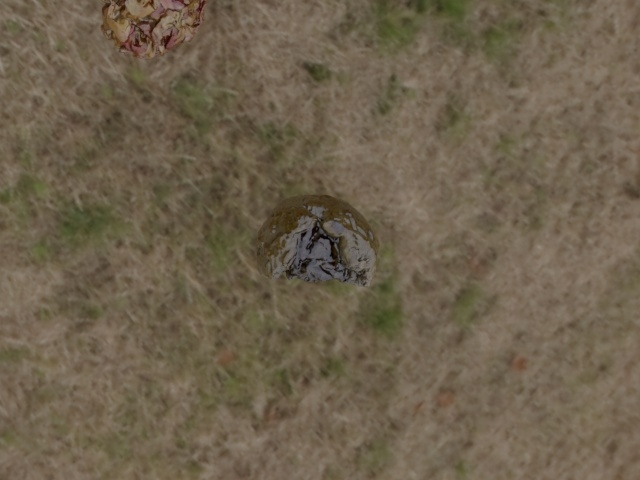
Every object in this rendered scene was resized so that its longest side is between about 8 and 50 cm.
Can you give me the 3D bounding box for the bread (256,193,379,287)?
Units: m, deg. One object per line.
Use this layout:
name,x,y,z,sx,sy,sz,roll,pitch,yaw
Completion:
bread,0.000,0.000,0.838,0.113,0.060,0.082,2,94,-14

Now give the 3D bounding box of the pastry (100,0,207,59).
pastry,-0.112,-0.210,0.681,0.087,0.169,0.063,4,150,3
